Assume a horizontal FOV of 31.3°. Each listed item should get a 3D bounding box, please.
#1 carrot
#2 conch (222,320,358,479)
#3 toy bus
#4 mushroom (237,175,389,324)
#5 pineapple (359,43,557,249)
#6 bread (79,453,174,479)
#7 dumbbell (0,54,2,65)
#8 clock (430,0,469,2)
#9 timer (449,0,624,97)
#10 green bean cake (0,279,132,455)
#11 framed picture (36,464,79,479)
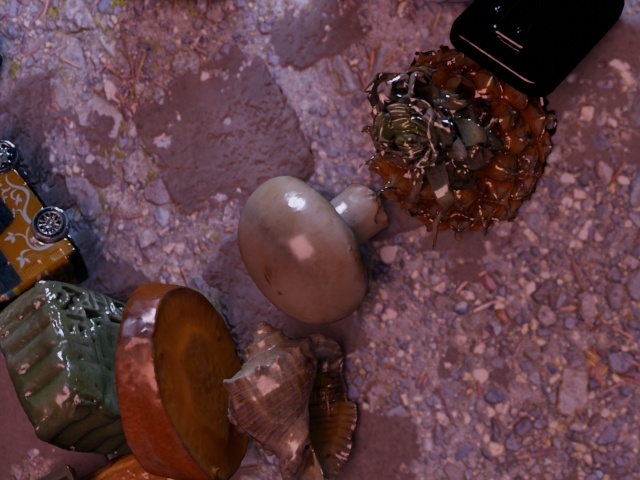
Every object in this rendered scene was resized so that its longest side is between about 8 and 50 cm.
[{"bbox_3d":[-0.179,0.184,1.491,0.100,0.307,0.258,-7,56,11],"label":"carrot"},{"bbox_3d":[-0.032,0.219,1.502,0.178,0.163,0.245,-18,92,-20],"label":"conch"},{"bbox_3d":[-0.471,-0.032,1.642,0.167,0.138,0.275,-35,78,-15],"label":"toy bus"},{"bbox_3d":[0.000,0.000,1.483,0.204,0.204,0.204,1,94,21],"label":"mushroom"},{"bbox_3d":[0.135,-0.124,1.357,0.262,0.271,0.262,1,94,20],"label":"pineapple"},{"bbox_3d":[-0.225,0.405,1.629,0.210,0.099,0.235,-30,87,24],"label":"bread"},{"bbox_3d":[-0.637,-0.319,1.715,0.325,0.144,0.160,36,107,14],"label":"dumbbell"},{"bbox_3d":[0.071,-0.384,1.438,0.254,0.189,0.189,9,97,36],"label":"clock"},{"bbox_3d":[0.261,-0.267,1.365,0.144,0.055,0.187,37,66,14],"label":"timer"},{"bbox_3d":[-0.318,0.179,1.566,0.125,0.222,0.227,-35,59,18],"label":"green bean cake"},{"bbox_3d":[-0.370,0.446,1.663,0.273,0.016,0.216,-31,82,51],"label":"framed picture"}]
